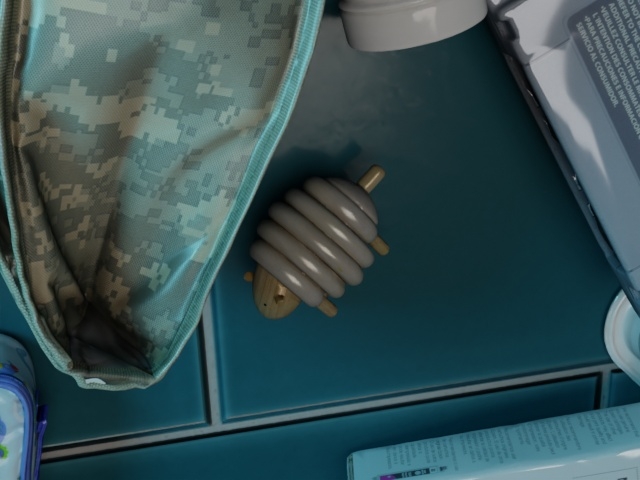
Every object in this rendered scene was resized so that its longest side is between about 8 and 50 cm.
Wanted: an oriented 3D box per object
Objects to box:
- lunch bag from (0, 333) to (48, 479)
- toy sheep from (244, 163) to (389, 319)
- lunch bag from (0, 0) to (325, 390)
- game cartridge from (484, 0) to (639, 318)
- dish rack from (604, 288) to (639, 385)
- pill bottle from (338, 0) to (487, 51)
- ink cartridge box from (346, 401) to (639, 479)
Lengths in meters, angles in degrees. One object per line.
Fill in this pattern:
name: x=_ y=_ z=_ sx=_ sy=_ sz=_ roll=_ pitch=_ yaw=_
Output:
lunch bag: x=-0.283 y=0.169 z=0.686 sx=0.176 sy=0.090 sz=0.219 roll=4 pitch=112 yaw=-19
toy sheep: x=0.000 y=0.000 z=0.693 sx=0.091 sy=0.091 sz=0.132 roll=39 pitch=84 yaw=-25
lunch bag: x=-0.119 y=-0.089 z=0.539 sx=0.168 sy=0.235 sz=0.287 roll=6 pitch=109 yaw=-23
game cartridge: x=0.256 y=-0.102 z=0.694 sx=0.198 sy=0.062 sz=0.297 roll=-32 pitch=111 yaw=0
dish rack: x=0.432 y=0.046 z=0.829 sx=0.285 sy=0.072 sz=0.333 roll=40 pitch=97 yaw=-24
pill bottle: x=0.035 y=-0.229 z=0.585 sx=0.121 sy=0.121 sz=0.216 roll=-19 pitch=115 yaw=-6
ink cartridge box: x=0.211 y=0.296 z=0.837 sx=0.330 sy=0.071 sz=0.324 roll=-10 pitch=115 yaw=5
